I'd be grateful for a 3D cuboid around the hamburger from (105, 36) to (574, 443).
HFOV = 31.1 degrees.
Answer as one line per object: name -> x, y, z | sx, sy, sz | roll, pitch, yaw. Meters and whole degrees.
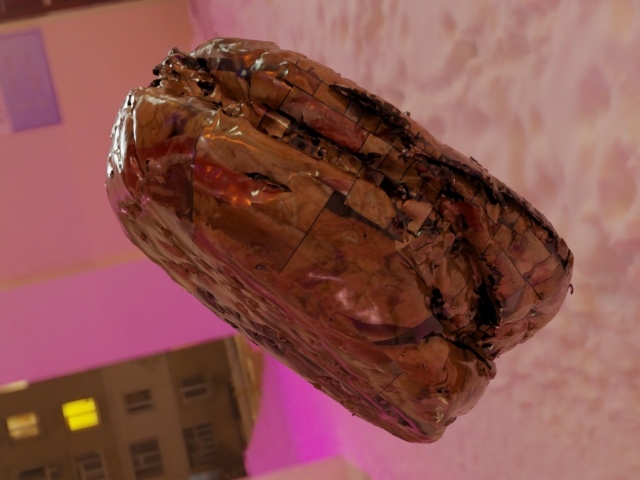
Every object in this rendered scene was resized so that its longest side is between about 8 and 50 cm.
hamburger -> 0.000, 0.000, 0.537 | 0.231, 0.107, 0.231 | 33, 169, 8
